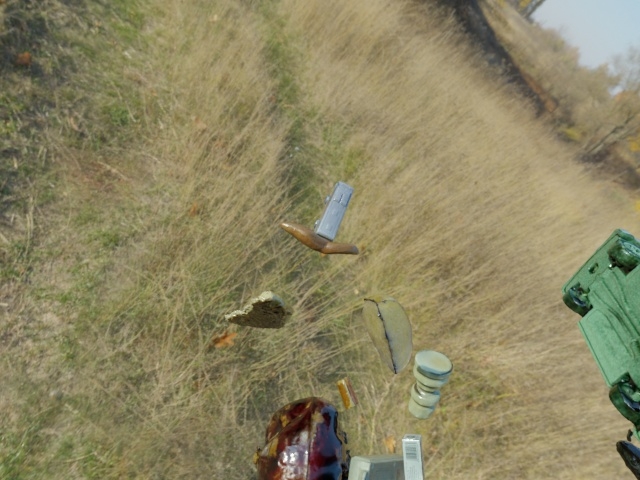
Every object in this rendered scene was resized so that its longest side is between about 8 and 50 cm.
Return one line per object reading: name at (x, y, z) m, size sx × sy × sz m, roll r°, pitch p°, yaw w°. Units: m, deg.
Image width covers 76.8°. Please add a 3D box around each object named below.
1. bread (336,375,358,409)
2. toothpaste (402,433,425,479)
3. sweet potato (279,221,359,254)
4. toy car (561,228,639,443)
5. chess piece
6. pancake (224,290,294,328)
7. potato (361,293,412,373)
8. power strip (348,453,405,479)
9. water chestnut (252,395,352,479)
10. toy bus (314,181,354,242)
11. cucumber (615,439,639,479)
bread at (0.076, 0.439, 1.163) m, size 0.036 × 0.047 × 0.083 m, roll 7°, pitch 56°, yaw -56°
toothpaste at (0.171, 0.436, 0.721) m, size 0.046 × 0.034 × 0.164 m, roll 29°, pitch 56°, yaw -68°
sweet potato at (-0.002, 0.004, 0.835) m, size 0.179 × 0.044 × 0.044 m, roll 22°, pitch 41°, yaw -10°
toy car at (0.402, 0.117, 0.491) m, size 0.097 × 0.141 × 0.321 m, roll 24°, pitch 32°, yaw 0°
chess piece at (0.377, 0.525, 1.425) m, size 0.133 × 0.243 × 0.133 m, roll 6°, pitch 21°, yaw -2°
pancake at (-0.201, 0.222, 1.270) m, size 0.266 × 0.244 × 0.057 m, roll 59°, pitch 30°, yaw -55°
potato at (0.161, 0.196, 0.913) m, size 0.089 × 0.100 × 0.172 m, roll -20°, pitch 94°, yaw -21°
power strip at (0.139, 0.533, 0.919) m, size 0.272 × 0.052 × 0.078 m, roll 34°, pitch 58°, yaw -49°
water chestnut at (-0.011, 0.641, 1.177) m, size 0.346 × 0.335 × 0.335 m, roll 5°, pitch 39°, yaw 10°
toy bus at (0.034, -0.075, 1.105) m, size 0.064 × 0.075 × 0.191 m, roll 25°, pitch 65°, yaw -5°
cucumber at (0.880, 0.643, 1.031) m, size 0.081 × 0.072 × 0.303 m, roll 50°, pitch 11°, yaw -14°
